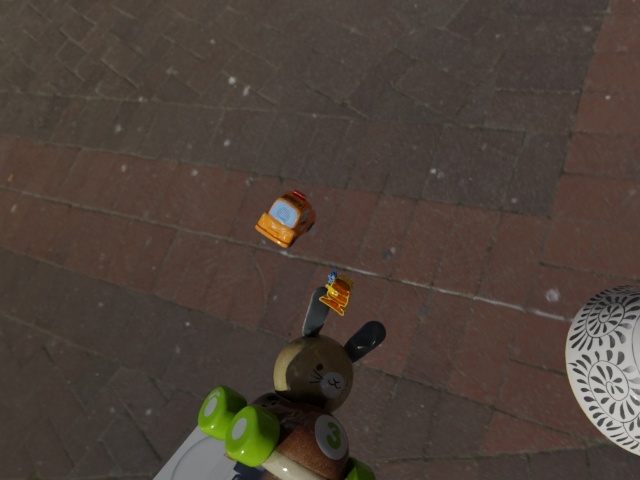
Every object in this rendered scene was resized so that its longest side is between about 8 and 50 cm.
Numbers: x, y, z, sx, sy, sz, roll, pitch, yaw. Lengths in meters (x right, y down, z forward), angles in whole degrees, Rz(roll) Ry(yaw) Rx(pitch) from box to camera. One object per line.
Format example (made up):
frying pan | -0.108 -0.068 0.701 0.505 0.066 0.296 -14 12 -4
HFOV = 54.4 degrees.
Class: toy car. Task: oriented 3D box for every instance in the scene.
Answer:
toy car | 0.000 0.000 0.510 0.122 0.060 0.040 43 129 26
toy car | -0.003 0.151 0.641 0.149 0.155 0.188 3 60 60

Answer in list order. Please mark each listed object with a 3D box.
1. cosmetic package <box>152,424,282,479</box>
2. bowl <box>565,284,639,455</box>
cosmetic package | -0.094 0.435 0.847 0.377 0.097 0.284 20 58 33
bowl | 0.325 0.112 0.574 0.170 0.080 0.170 2 69 -5
